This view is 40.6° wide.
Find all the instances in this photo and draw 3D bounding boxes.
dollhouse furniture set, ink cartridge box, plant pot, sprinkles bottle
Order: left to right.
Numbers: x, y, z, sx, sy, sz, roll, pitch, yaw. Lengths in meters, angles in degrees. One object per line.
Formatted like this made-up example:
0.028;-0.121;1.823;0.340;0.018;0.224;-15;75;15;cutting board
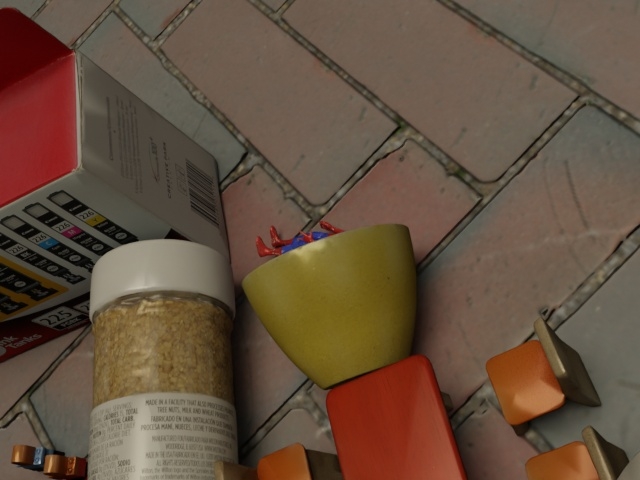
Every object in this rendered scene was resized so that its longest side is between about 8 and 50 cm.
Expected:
-0.288;-0.024;0.767;0.309;0.272;0.130;-24;58;20;ink cartridge box
-0.121;0.179;0.667;0.121;0.121;0.355;-18;60;22;sprinkles bottle
0.019;0.056;0.650;0.134;0.134;0.095;-24;76;19;plant pot
0.066;0.199;0.539;0.262;0.135;0.259;-27;57;17;dollhouse furniture set

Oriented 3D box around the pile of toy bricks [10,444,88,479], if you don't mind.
-0.300;0.238;0.754;0.212;0.105;0.118;-13;62;25;pile of toy bricks

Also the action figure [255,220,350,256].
0.000;0.000;0.733;0.115;0.038;0.030;3;110;30;action figure

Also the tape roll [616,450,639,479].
0.237;0.195;0.349;0.246;0.169;0.246;6;111;15;tape roll
